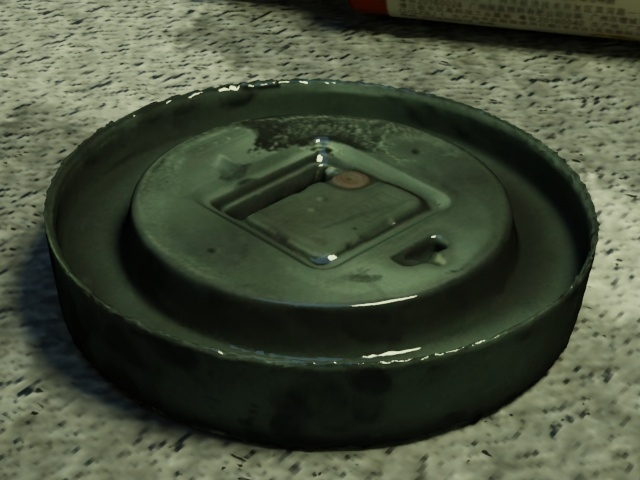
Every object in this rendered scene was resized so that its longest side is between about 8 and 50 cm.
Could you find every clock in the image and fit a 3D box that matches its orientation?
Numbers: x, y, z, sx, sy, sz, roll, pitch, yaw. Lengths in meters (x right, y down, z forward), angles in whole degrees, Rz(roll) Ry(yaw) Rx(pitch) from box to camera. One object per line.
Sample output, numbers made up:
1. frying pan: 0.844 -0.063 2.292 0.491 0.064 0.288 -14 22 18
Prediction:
1. clock: 0.000 0.000 0.546 0.214 0.042 0.215 1 32 -1

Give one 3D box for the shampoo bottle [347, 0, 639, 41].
1. shampoo bottle: 0.079 -0.173 0.764 0.278 0.104 0.104 7 33 8
